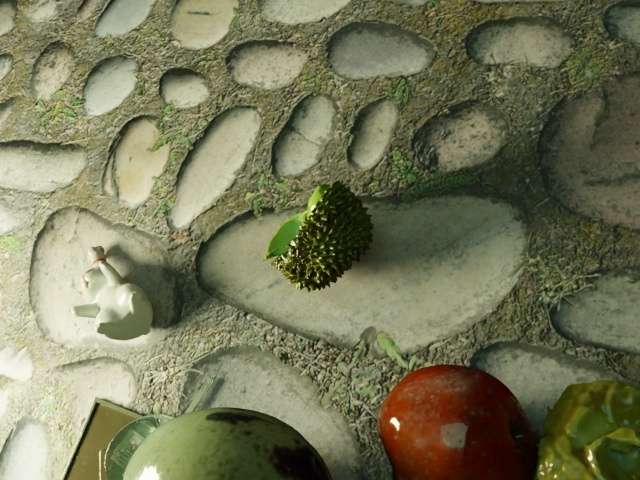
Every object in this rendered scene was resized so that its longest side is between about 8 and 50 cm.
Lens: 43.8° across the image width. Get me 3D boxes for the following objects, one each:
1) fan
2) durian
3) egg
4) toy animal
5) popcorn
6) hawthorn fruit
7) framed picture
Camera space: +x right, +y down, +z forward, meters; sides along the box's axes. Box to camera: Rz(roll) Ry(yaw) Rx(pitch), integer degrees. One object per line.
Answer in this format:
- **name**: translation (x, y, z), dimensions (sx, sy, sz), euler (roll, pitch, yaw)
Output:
- **fan**: translation (-0.312, 0.454, 1.683), dimensions (0.294, 0.012, 0.223), euler (-30, 67, 1)
- **durian**: translation (0.003, -0.002, 1.657), dimensions (0.237, 0.200, 0.176), euler (-40, 87, 15)
- **egg**: translation (-0.174, 0.476, 1.446), dimensions (0.427, 0.345, 0.345), euler (9, 73, 28)
- **toy animal**: translation (-0.500, 0.116, 1.824), dimensions (0.282, 0.138, 0.140), euler (38, 90, 29)
- **popcorn**: translation (0.481, 0.363, 1.306), dimensions (0.246, 0.282, 0.282), euler (-1, 69, 26)
- **hawthorn fruit**: translation (0.231, 0.357, 1.392), dimensions (0.284, 0.284, 0.284), euler (-7, 67, 17)
- **framed picture**: translation (-0.468, 0.486, 1.734), dimensions (0.184, 0.016, 0.250), euler (13, 75, 24)
